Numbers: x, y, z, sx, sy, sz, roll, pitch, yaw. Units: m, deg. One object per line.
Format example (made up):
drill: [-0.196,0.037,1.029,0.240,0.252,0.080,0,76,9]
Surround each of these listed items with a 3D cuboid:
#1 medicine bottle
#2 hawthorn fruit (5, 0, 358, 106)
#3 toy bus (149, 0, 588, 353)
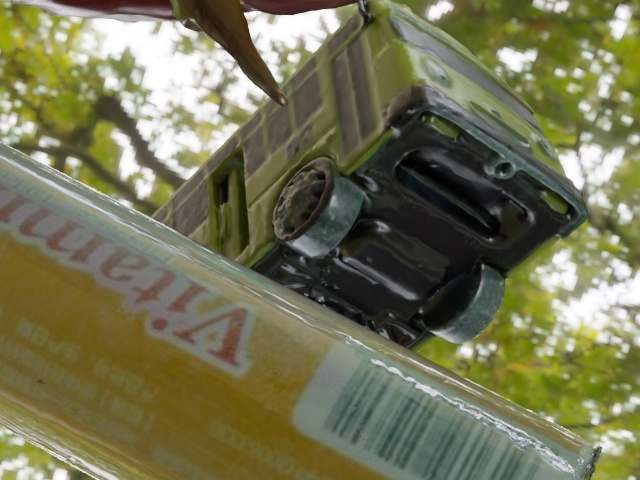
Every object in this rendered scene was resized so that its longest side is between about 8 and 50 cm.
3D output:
medicine bottle: [-0.113,0.019,0.500,0.108,0.426,0.108,-58,168,-21]
hawthorn fruit: [-0.056,-0.191,0.396,0.258,0.258,0.261,-138,-130,-65]
toy bus: [0.000,0.000,0.738,0.262,0.128,0.150,-42,-147,28]
